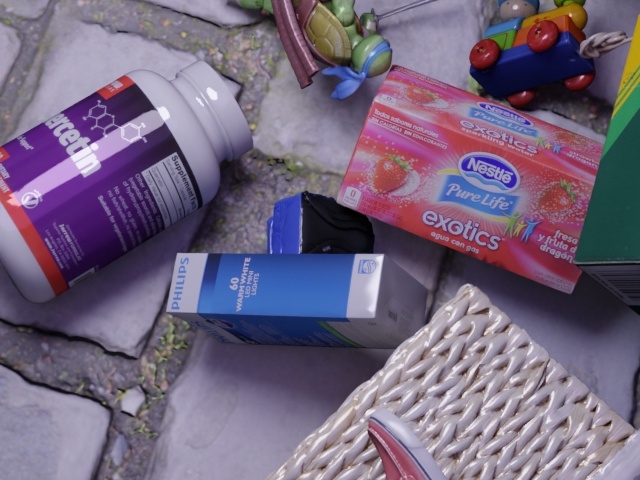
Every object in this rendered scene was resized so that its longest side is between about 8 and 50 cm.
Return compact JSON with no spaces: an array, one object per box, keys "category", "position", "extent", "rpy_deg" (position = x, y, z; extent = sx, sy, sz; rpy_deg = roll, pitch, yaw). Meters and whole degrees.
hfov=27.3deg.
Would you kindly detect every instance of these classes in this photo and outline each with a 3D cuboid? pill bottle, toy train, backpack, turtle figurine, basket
[{"category":"pill bottle","position":[-0.246,-0.079,1.538],"extent":[0.323,0.181,0.181],"rpy_deg":[-33,78,-13]},{"category":"toy train","position":[0.308,-0.269,1.625],"extent":[0.105,0.248,0.143],"rpy_deg":[37,55,-36]},{"category":"backpack","position":[0.000,0.000,1.578],"extent":[0.120,0.101,0.098],"rpy_deg":[13,74,-34]},{"category":"turtle figurine","position":[0.014,-0.326,1.628],"extent":[0.266,0.198,0.275],"rpy_deg":[31,98,18]},{"category":"basket","position":[0.130,0.275,1.388],"extent":[0.266,0.328,0.331],"rpy_deg":[43,75,13]}]

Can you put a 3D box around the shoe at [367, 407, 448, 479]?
[{"category":"shoe","position":[0.079,0.242,1.194],"extent":[0.081,0.063,0.178],"rpy_deg":[-33,76,-13]}]

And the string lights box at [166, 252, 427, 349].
[{"category":"string lights box","position":[-0.026,0.069,1.479],"extent":[0.259,0.133,0.077],"rpy_deg":[0,71,26]}]

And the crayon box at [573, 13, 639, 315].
[{"category":"crayon box","position":[0.461,-0.040,1.516],"extent":[0.363,0.106,0.313],"rpy_deg":[34,66,-39]}]

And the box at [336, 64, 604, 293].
[{"category":"box","position":[0.190,-0.077,1.563],"extent":[0.300,0.154,0.142],"rpy_deg":[22,116,3]}]
